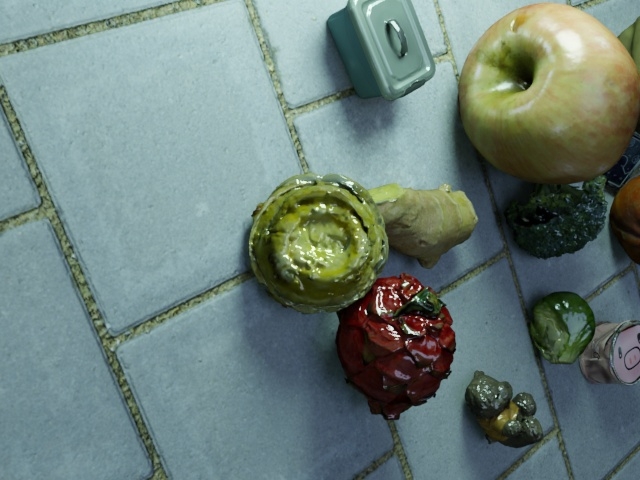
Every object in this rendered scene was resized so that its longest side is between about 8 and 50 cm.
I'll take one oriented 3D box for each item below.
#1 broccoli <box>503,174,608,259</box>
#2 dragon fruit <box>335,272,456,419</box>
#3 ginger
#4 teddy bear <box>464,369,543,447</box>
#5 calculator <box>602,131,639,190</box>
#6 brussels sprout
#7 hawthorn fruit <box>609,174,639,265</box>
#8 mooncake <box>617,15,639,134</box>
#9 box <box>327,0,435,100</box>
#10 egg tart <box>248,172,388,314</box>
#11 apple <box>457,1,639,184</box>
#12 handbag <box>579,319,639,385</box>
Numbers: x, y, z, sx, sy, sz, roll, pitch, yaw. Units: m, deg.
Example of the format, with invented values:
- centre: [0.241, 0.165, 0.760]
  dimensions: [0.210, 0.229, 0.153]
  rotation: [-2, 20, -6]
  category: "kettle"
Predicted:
- centre: [0.567, -0.097, 1.834]
  dimensions: [0.247, 0.263, 0.243]
  rotation: [6, 53, -7]
  category: "broccoli"
- centre: [0.144, 0.212, 1.481]
  dimensions: [0.244, 0.244, 0.299]
  rotation: [0, 103, -36]
  category: "dragon fruit"
- centre: [0.191, -0.046, 1.593]
  dimensions: [0.354, 0.126, 0.190]
  rotation: [14, 92, -32]
  category: "ginger"
- centre: [0.412, 0.391, 1.749]
  dimensions: [0.190, 0.140, 0.177]
  rotation: [50, 20, -14]
  category: "teddy bear"
- centre: [0.770, -0.234, 2.020]
  dimensions: [0.274, 0.028, 0.166]
  rotation: [16, 118, -33]
  category: "calculator"
- centre: [0.613, 0.216, 1.886]
  dimensions: [0.145, 0.131, 0.183]
  rotation: [-15, 93, -30]
  category: "brussels sprout"
- centre: [0.946, -0.079, 2.066]
  dimensions: [0.277, 0.277, 0.298]
  rotation: [54, 52, -23]
  category: "hawthorn fruit"
- centre: [0.983, -0.413, 1.972]
  dimensions: [0.467, 0.467, 0.262]
  rotation: [27, 73, -33]
  category: "mooncake"
- centre: [0.127, -0.405, 1.545]
  dimensions: [0.162, 0.130, 0.227]
  rotation: [-35, 108, -31]
  category: "box"
- centre: [0.000, 0.000, 1.409]
  dimensions: [0.278, 0.095, 0.279]
  rotation: [1, 80, -8]
  category: "egg tart"
- centre: [0.513, -0.312, 1.671]
  dimensions: [0.346, 0.391, 0.392]
  rotation: [12, 82, -40]
  category: "apple"
- centre: [0.796, 0.302, 2.027]
  dimensions: [0.205, 0.116, 0.179]
  rotation: [-21, 100, -33]
  category: "handbag"
